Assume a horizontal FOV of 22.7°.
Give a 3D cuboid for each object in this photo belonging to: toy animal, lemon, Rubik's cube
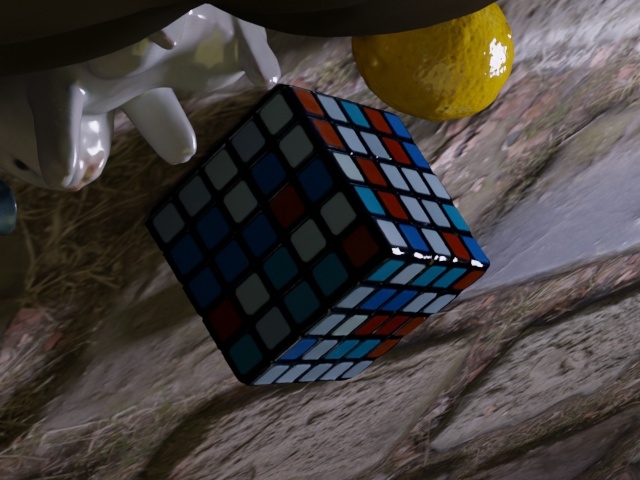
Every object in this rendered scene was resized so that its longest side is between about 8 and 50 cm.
[{"bbox_3d":[-0.159,-0.088,1.032,0.282,0.138,0.140,-42,160,27],"label":"toy animal"},{"bbox_3d":[0.085,-0.152,1.244,0.155,0.114,0.114,16,130,-46],"label":"lemon"},{"bbox_3d":[0.000,0.000,1.358,0.182,0.184,0.187,-42,157,23],"label":"Rubik's cube"}]

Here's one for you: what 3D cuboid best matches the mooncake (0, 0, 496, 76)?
[{"bbox_3d":[-0.014,-0.198,0.523,0.467,0.262,0.467,-5,-175,0],"label":"mooncake"}]

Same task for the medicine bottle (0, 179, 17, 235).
[{"bbox_3d":[-0.312,-0.009,1.108,0.208,0.053,0.090,-12,154,-40],"label":"medicine bottle"}]
